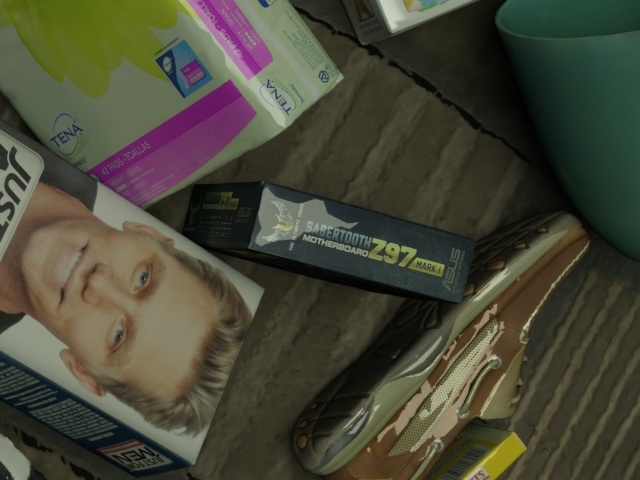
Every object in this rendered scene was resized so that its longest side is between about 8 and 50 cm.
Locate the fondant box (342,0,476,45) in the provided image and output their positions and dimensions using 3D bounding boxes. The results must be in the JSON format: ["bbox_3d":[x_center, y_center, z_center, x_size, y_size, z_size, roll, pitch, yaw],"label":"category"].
[{"bbox_3d":[0.089,-0.369,1.716,0.238,0.096,0.330,-24,95,-17],"label":"fondant box"}]

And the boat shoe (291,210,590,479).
[{"bbox_3d":[0.120,0.107,1.705,0.324,0.123,0.116,-44,105,-6],"label":"boat shoe"}]

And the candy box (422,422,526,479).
[{"bbox_3d":[0.081,0.236,1.687,0.206,0.105,0.027,-41,100,-15],"label":"candy box"}]

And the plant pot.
[{"bbox_3d":[0.320,-0.118,1.694,0.293,0.293,0.235,-22,111,-17],"label":"plant pot"}]

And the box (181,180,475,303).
[{"bbox_3d":[0.000,0.000,1.602,0.183,0.233,0.059,14,86,-16],"label":"box"}]

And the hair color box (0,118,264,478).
[{"bbox_3d":[-0.229,0.031,1.545,0.347,0.105,0.174,34,61,-24],"label":"hair color box"}]

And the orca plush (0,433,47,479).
[{"bbox_3d":[-0.340,0.119,1.581,0.287,0.102,0.151,44,32,-16],"label":"orca plush"}]

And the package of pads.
[{"bbox_3d":[-0.148,-0.153,1.525,0.229,0.296,0.101,52,55,-8],"label":"package of pads"}]
